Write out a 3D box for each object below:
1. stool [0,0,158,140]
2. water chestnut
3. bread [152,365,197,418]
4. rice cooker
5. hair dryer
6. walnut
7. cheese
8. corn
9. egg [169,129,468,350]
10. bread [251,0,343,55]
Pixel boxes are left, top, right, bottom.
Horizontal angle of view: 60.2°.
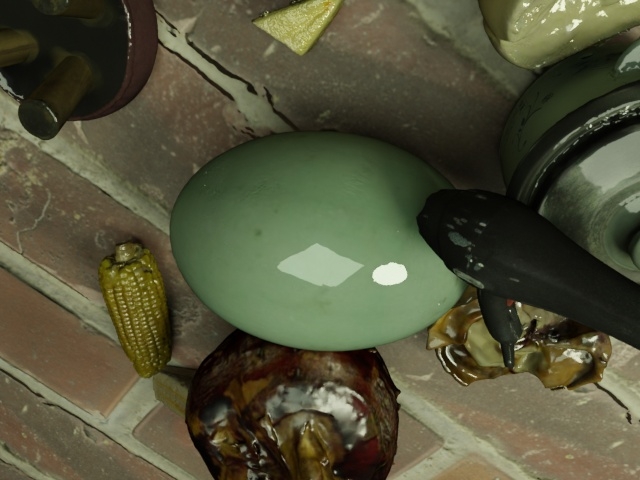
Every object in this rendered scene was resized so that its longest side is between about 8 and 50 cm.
[{"bbox_3d":[-0.360,-0.265,0.683,0.272,0.178,0.272,5,117,9],"label":"stool"},{"bbox_3d":[-0.033,0.281,0.813,0.335,0.347,0.335,1,117,1],"label":"water chestnut"},{"bbox_3d":[-0.244,0.285,0.985,0.152,0.105,0.077,3,111,7],"label":"bread"},{"bbox_3d":[0.330,-0.069,0.596,0.264,0.316,0.316,8,118,9],"label":"rice cooker"},{"bbox_3d":[0.217,0.071,0.564,0.235,0.091,0.271,33,162,34],"label":"hair dryer"},{"bbox_3d":[0.270,0.120,0.798,0.238,0.141,0.204,34,129,-9],"label":"walnut"},{"bbox_3d":[0.290,-0.277,0.546,0.266,0.233,0.127,-23,120,22],"label":"cheese"},{"bbox_3d":[-0.302,0.116,0.917,0.097,0.097,0.261,2,119,8],"label":"corn"},{"bbox_3d":[0.000,0.000,0.701,0.389,0.276,0.276,6,117,10],"label":"egg"},{"bbox_3d":[-0.021,-0.287,0.667,0.080,0.084,0.109,35,117,-11],"label":"bread"}]
